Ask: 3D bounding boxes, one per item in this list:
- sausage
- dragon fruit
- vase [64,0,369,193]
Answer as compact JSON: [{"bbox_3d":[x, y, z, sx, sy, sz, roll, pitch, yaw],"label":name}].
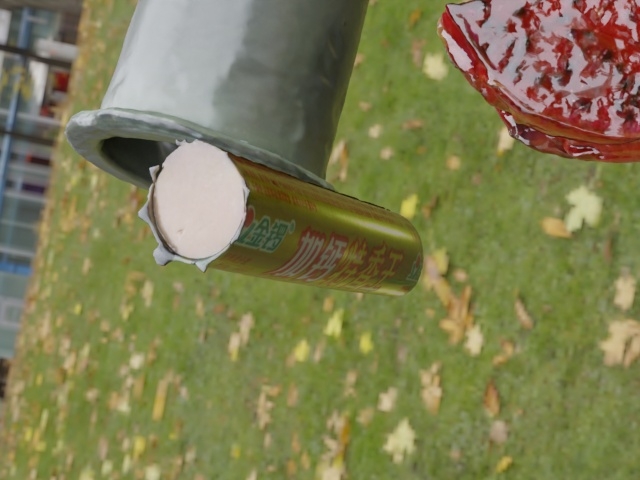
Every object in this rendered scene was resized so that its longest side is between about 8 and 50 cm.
[{"bbox_3d":[0.000,0.000,0.904,0.371,0.082,0.082,14,-94,-64],"label":"sausage"},{"bbox_3d":[0.266,-0.132,1.054,0.205,0.317,0.152,36,-137,-82],"label":"dragon fruit"},{"bbox_3d":[-0.053,-0.179,1.072,0.245,0.245,0.291,139,149,-76],"label":"vase"}]
